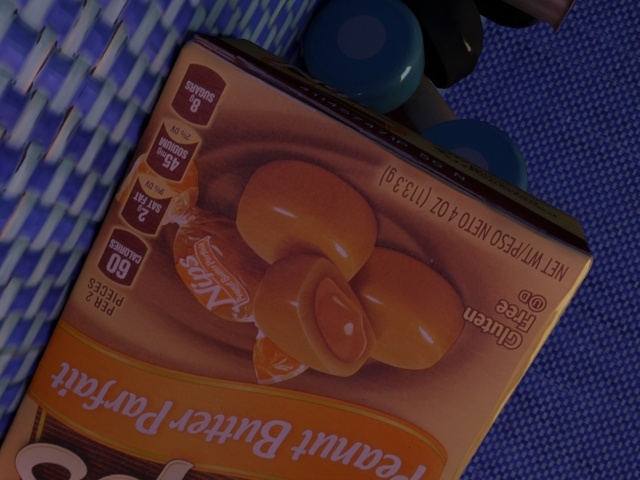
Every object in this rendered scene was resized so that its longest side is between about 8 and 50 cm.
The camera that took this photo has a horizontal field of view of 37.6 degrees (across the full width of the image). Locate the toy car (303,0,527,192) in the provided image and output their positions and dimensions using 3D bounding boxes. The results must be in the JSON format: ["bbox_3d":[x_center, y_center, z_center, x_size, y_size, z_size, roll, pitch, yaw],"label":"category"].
[{"bbox_3d":[0.000,0.000,0.633,0.238,0.210,0.219,-32,159,-2],"label":"toy car"}]

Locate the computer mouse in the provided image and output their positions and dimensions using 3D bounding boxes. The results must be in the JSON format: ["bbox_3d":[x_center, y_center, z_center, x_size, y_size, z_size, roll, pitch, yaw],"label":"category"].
[{"bbox_3d":[0.074,-0.150,0.676,0.041,0.071,0.242,-31,-167,0],"label":"computer mouse"}]

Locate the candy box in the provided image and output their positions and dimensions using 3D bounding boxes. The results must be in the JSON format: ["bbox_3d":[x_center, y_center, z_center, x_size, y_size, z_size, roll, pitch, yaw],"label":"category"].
[{"bbox_3d":[-0.036,0.088,0.439,0.316,0.183,0.087,-62,174,15],"label":"candy box"}]

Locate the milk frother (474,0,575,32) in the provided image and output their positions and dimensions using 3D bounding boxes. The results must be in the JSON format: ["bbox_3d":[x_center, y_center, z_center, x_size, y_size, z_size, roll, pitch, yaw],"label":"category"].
[{"bbox_3d":[0.127,-0.225,0.615,0.143,0.135,0.129,-61,176,2],"label":"milk frother"}]
